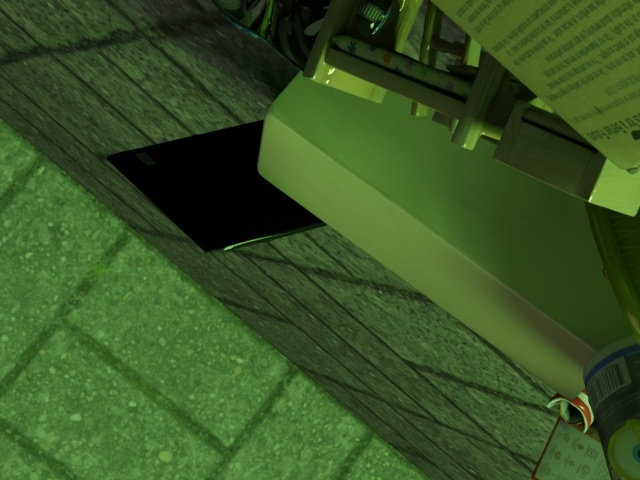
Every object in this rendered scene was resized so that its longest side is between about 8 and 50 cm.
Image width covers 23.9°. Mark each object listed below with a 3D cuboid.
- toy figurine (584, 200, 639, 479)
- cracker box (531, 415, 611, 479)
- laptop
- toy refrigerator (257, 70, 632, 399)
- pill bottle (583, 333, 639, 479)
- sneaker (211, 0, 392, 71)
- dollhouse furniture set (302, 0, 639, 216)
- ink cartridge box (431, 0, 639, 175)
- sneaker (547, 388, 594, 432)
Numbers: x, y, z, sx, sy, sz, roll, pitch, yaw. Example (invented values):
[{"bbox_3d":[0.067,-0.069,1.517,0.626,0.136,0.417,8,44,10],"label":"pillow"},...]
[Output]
[{"bbox_3d":[0.280,0.080,0.747,0.191,0.217,0.362,28,-139,-38],"label":"toy figurine"},{"bbox_3d":[0.316,0.231,1.278,0.232,0.067,0.155,30,-171,39],"label":"cracker box"},{"bbox_3d":[0.000,0.000,1.191,0.264,0.136,0.234,44,177,-32],"label":"laptop"},{"bbox_3d":[0.093,-0.020,1.007,0.269,0.094,0.102,36,160,8],"label":"toy refrigerator"},{"bbox_3d":[0.208,0.128,0.890,0.078,0.078,0.137,53,-158,-55],"label":"pill bottle"},{"bbox_3d":[-0.023,-0.149,0.903,0.188,0.067,0.078,30,174,47],"label":"sneaker"},{"bbox_3d":[0.120,-0.084,0.745,0.182,0.101,0.161,28,-170,39],"label":"dollhouse furniture set"},{"bbox_3d":[0.091,-0.124,0.511,0.193,0.088,0.234,41,175,-3],"label":"ink cartridge box"},{"bbox_3d":[0.226,0.135,1.288,0.042,0.067,0.118,34,168,21],"label":"sneaker"}]
